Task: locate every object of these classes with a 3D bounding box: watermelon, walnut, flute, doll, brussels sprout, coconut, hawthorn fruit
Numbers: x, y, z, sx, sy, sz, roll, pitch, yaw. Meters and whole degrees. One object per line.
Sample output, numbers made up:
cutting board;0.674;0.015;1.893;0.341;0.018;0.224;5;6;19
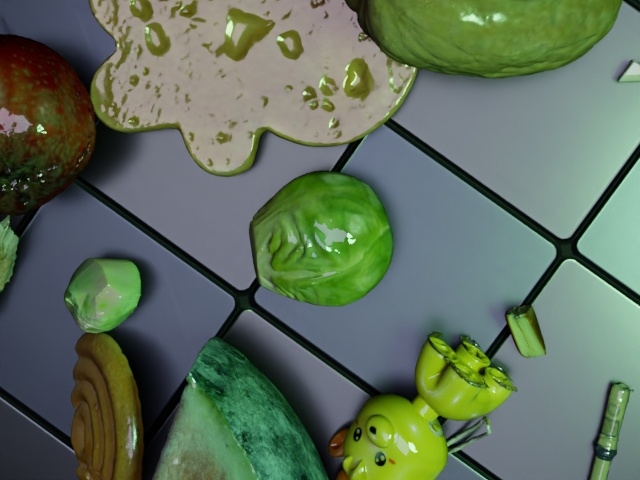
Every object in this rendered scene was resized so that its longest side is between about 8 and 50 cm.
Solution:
watermelon;-0.115;0.307;1.413;0.258;0.228;0.387;-20;88;17
walnut;0.164;-0.268;1.289;0.282;0.283;0.227;-22;78;8
flute;0.296;0.266;1.444;0.027;0.027;0.233;13;97;5
doll;0.094;0.204;1.422;0.143;0.135;0.221;44;106;33
brussels sprout;0.000;-0.001;1.406;0.155;0.117;0.155;0;97;-4
coconut;-0.238;0.059;1.456;0.083;0.081;0.082;11;100;50
hawthorn fruit;-0.321;-0.146;1.407;0.181;0.181;0.235;-14;58;7

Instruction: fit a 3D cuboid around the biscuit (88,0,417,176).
biscuit;-0.072;-0.206;1.427;0.354;0.052;0.275;-3;96;4

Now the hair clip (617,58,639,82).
hair clip;0.417;-0.202;1.384;0.226;0.034;0.072;-30;92;9

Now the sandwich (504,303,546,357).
sandwich;0.215;0.088;1.431;0.030;0.044;0.083;-16;136;12

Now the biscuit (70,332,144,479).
biscuit;-0.231;0.214;1.446;0.033;0.144;0.224;-1;93;-32

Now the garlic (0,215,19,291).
garlic;-0.421;-0.008;1.450;0.207;0.207;0.257;-2;64;6
